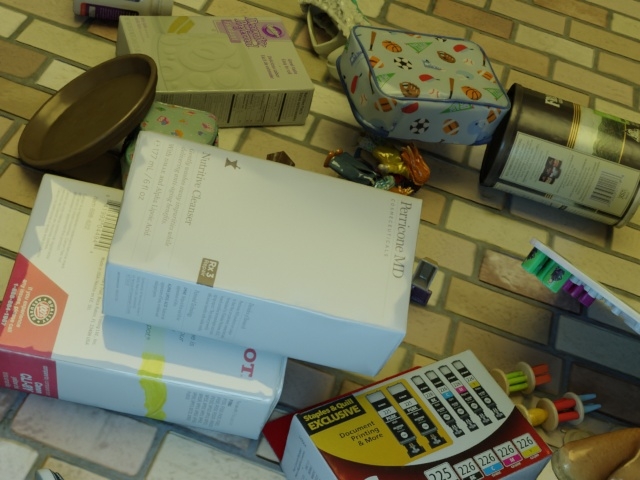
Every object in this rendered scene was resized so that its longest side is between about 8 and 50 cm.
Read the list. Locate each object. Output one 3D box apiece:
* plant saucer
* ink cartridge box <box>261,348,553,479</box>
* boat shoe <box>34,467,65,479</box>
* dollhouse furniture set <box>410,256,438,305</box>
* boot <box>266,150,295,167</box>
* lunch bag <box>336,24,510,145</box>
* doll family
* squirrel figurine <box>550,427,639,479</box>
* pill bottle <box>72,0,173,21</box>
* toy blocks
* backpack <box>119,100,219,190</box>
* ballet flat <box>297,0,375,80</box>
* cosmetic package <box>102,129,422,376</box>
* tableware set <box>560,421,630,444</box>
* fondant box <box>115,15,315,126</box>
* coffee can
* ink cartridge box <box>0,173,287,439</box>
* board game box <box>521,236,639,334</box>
[{"bbox_3d":[-0.386,-0.213,1.801,0.277,0.041,0.278,-21,38,17],"label":"plant saucer"},{"bbox_3d":[0.112,0.281,1.495,0.309,0.130,0.272,-16,52,-30],"label":"ink cartridge box"},{"bbox_3d":[-0.288,0.356,1.344,0.083,0.065,0.183,-19,60,-35],"label":"boat shoe"},{"bbox_3d":[0.134,0.076,1.723,0.091,0.114,0.081,27,48,7],"label":"dollhouse furniture set"},{"bbox_3d":[-0.102,-0.127,1.906,0.106,0.037,0.114,25,45,-11],"label":"boot"},{"bbox_3d":[0.189,-0.287,1.946,0.303,0.115,0.243,4,44,-24],"label":"lunch bag"},{"bbox_3d":[0.100,-0.117,1.901,0.163,0.118,0.263,35,46,18],"label":"doll family"},{"bbox_3d":[0.478,0.444,1.352,0.396,0.281,0.371,-9,55,-22],"label":"squirrel figurine"},{"bbox_3d":[-0.391,-0.491,2.133,0.193,0.108,0.108,7,44,-11],"label":"pill bottle"},{"bbox_3d":[0.353,0.239,1.667,0.148,0.054,0.123,-8,49,-25],"label":"toy blocks"},{"bbox_3d":[-0.253,-0.138,1.797,0.165,0.144,0.188,13,46,-13],"label":"backpack"},{"bbox_3d":[0.059,-0.399,2.193,0.146,0.147,0.409,-5,45,-22],"label":"ballet flat"},{"bbox_3d":[-0.074,0.020,1.402,0.384,0.156,0.217,11,59,-6],"label":"cosmetic package"},{"bbox_3d":[0.436,0.343,1.614,0.141,0.020,0.169,10,44,-7],"label":"tableware set"},{"bbox_3d":[-0.205,-0.325,2.034,0.330,0.096,0.238,-4,47,-23],"label":"fondant box"},{"bbox_3d":[0.460,-0.157,1.998,0.275,0.202,0.202,18,43,0],"label":"coffee can"},{"bbox_3d":[-0.235,0.097,1.508,0.384,0.160,0.279,13,58,-5],"label":"ink cartridge box"},{"bbox_3d":[0.503,0.149,1.647,0.390,0.050,0.390,39,8,22],"label":"board game box"}]
